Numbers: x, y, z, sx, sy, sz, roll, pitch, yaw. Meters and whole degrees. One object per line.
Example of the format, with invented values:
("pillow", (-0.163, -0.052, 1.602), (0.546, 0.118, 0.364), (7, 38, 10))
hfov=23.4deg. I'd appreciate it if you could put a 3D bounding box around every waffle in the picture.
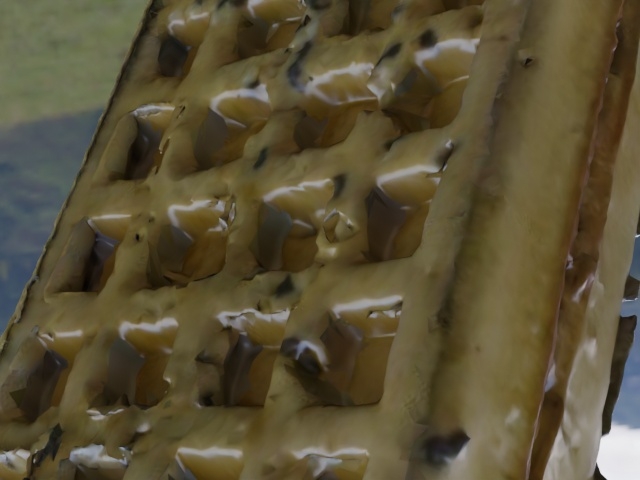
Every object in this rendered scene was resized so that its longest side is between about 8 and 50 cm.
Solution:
("waffle", (0.000, 0.000, 0.639), (0.261, 0.376, 0.114), (-9, 142, 40))
